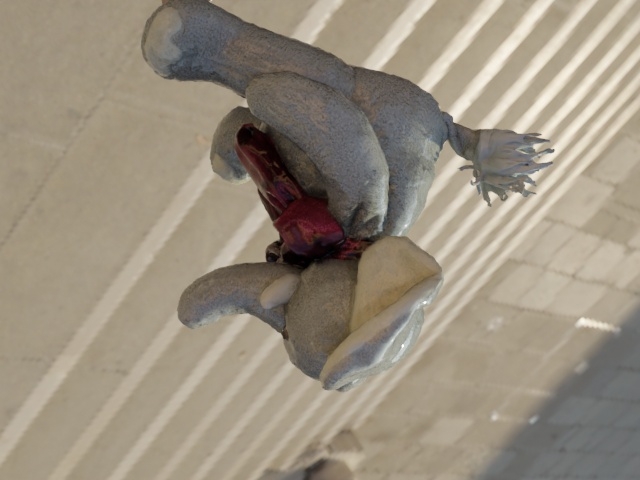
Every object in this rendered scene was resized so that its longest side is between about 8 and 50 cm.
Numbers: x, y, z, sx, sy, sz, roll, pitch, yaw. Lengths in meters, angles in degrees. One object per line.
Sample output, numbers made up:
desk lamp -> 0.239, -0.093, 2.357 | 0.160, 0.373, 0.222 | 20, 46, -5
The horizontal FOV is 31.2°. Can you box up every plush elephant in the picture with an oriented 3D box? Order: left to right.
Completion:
plush elephant -> 0.000, 0.000, 0.932 | 0.272, 0.330, 0.255 | 82, 24, -73

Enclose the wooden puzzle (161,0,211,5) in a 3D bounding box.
wooden puzzle -> -0.141, -0.272, 1.186 | 0.014, 0.078, 0.116 | -18, 106, -46
